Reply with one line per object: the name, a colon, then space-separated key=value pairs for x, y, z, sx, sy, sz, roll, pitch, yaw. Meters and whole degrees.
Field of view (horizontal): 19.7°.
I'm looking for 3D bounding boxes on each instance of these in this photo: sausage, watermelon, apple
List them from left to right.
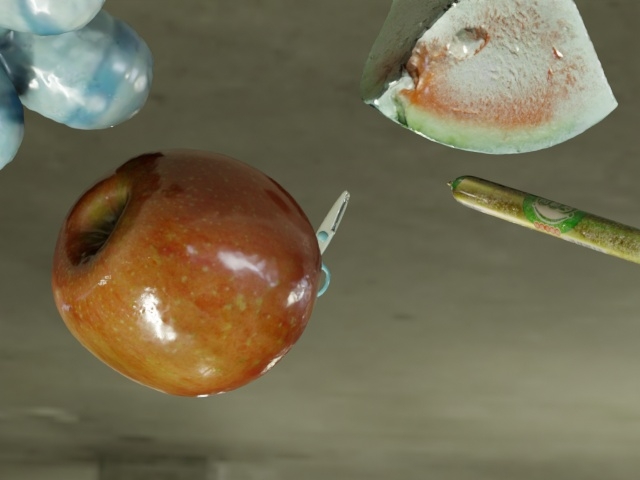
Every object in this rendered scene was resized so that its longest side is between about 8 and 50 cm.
apple: x=-0.095 y=0.020 z=1.290 sx=0.168 sy=0.181 sz=0.181 roll=30 pitch=154 yaw=-33
watermelon: x=0.201 y=-0.220 z=2.046 sx=0.290 sy=0.320 sz=0.213 roll=29 pitch=135 yaw=8
sausage: x=0.229 y=-0.018 z=1.745 sx=0.269 sy=0.032 sz=0.033 roll=20 pitch=-179 yaw=35

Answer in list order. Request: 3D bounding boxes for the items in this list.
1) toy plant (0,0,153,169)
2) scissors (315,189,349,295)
toy plant: x=-0.271 y=-0.168 z=1.291 sx=0.332 sy=0.247 sz=0.247 roll=27 pitch=160 yaw=-20
scissors: x=0.000 y=0.000 z=1.929 sx=0.058 sy=0.119 sz=0.014 roll=26 pitch=169 yaw=8
